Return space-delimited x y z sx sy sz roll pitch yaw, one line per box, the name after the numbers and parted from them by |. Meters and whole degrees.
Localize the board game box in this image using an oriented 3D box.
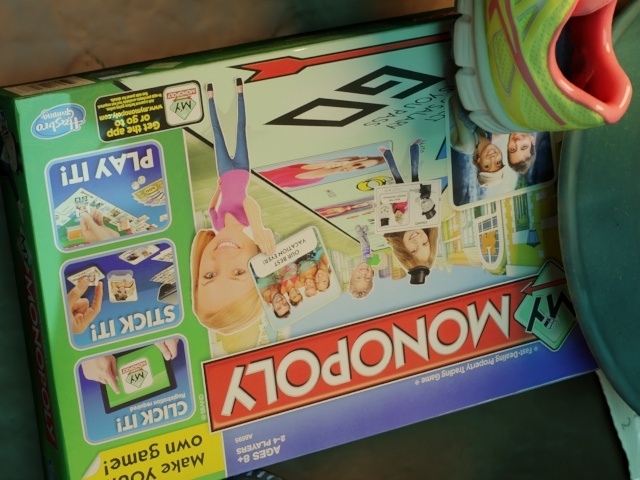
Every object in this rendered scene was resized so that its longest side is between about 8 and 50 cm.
0.000 0.000 0.905 0.317 0.046 0.213 -14 107 -25 | board game box

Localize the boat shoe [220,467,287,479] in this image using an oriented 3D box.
-0.045 0.229 0.845 0.109 0.089 0.258 0 63 8 | boat shoe

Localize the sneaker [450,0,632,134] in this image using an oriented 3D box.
0.109 -0.144 0.835 0.081 0.094 0.208 -34 123 -31 | sneaker

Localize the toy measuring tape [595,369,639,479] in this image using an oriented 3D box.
0.232 0.171 1.028 0.121 0.121 0.330 -28 113 -20 | toy measuring tape

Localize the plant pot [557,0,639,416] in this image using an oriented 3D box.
0.309 -0.022 0.904 0.272 0.255 0.271 2 87 -40 | plant pot
